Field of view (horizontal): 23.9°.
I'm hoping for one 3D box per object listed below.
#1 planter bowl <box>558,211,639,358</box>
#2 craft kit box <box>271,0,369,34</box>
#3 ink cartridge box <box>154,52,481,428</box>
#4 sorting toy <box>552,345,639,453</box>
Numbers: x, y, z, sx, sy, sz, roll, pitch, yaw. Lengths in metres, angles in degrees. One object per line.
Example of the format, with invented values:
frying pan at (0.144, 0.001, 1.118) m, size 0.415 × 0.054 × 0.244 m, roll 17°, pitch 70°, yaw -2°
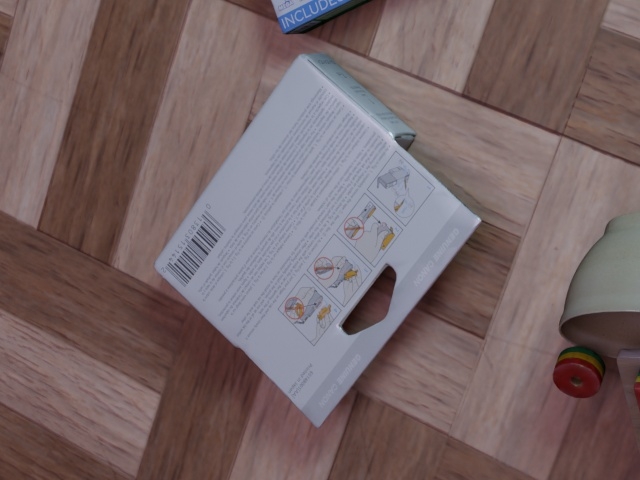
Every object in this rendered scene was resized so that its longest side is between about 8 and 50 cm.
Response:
planter bowl at (0.304, 0.039, 1.379) m, size 0.162 × 0.162 × 0.109 m, roll 0°, pitch 70°, yaw 27°
craft kit box at (0.030, -0.368, 1.518) m, size 0.250 × 0.061 × 0.246 m, roll -21°, pitch 88°, yaw 27°
ink cartridge box at (0.000, 0.000, 1.567) m, size 0.261 × 0.066 × 0.296 m, roll 44°, pitch 113°, yaw 16°
sorting toy at (0.353, 0.164, 1.382) m, size 0.275 × 0.046 × 0.132 m, roll -1°, pitch 129°, yaw 27°
